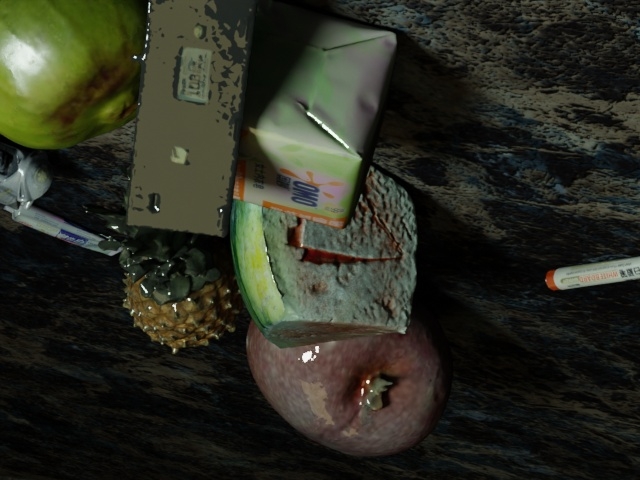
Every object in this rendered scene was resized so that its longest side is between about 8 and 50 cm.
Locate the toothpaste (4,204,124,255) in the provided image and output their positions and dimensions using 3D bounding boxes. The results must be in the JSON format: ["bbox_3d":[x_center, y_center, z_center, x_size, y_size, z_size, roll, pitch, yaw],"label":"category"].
[{"bbox_3d":[-0.338,-0.015,2.520,0.170,0.028,0.045,24,153,-25],"label":"toothpaste"}]

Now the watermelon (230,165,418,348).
[{"bbox_3d":[0.000,0.000,2.091,0.201,0.212,0.261,2,168,-7],"label":"watermelon"}]

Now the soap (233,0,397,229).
[{"bbox_3d":[-0.034,-0.121,1.805,0.182,0.138,0.199,15,159,2],"label":"soap"}]

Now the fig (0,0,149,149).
[{"bbox_3d":[-0.245,-0.198,1.740,0.225,0.203,0.203,45,165,12],"label":"fig"}]

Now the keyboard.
[{"bbox_3d":[-0.112,-0.148,1.666,0.106,0.027,0.317,9,120,-2],"label":"keyboard"}]

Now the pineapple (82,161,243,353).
[{"bbox_3d":[-0.173,0.010,2.258,0.166,0.165,0.364,14,158,10],"label":"pineapple"}]

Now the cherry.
[{"bbox_3d":[0.030,0.145,2.375,0.261,0.221,0.307,36,167,-25],"label":"cherry"}]

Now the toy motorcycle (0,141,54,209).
[{"bbox_3d":[-0.378,-0.080,2.310,0.122,0.080,0.215,20,166,-2],"label":"toy motorcycle"}]

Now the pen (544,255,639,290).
[{"bbox_3d":[0.330,0.031,2.083,0.028,0.028,0.239,28,159,-29],"label":"pen"}]
